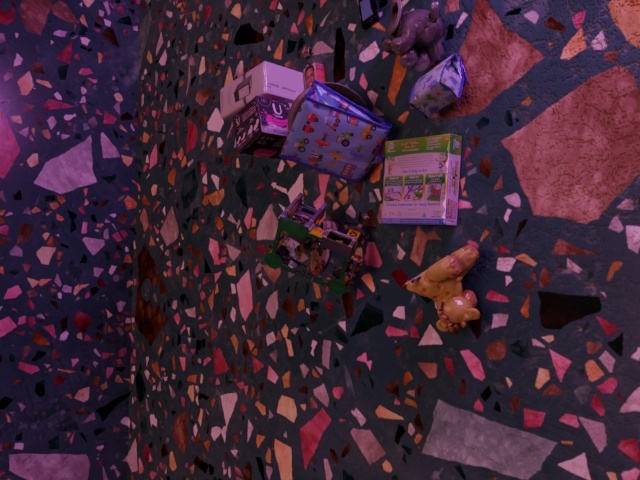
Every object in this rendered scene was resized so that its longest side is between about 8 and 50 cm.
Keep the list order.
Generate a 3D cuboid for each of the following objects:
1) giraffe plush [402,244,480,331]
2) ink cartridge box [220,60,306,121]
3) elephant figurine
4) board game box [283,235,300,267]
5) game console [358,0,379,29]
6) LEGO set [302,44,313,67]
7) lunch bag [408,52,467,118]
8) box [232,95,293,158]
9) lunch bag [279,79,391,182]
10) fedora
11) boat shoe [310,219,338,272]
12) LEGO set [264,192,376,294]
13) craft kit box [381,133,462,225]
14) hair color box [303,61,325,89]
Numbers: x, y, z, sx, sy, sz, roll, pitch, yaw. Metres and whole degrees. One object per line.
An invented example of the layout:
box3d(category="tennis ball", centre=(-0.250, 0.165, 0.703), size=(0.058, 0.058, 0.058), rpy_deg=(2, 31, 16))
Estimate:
box3d(category="giraffe plush", centre=(0.335, 0.136, 1.636), size=(0.170, 0.210, 0.181), rpy_deg=(58, 167, 5))
box3d(category="ink cartridge box", centre=(-0.194, -0.511, 2.286), size=(0.289, 0.211, 0.122), rpy_deg=(-13, 76, 49))
box3d(category="elephant figurine", centre=(0.247, -0.597, 1.805), size=(0.186, 0.169, 0.239), rpy_deg=(-31, 42, 14))
box3d(category="board game box", centre=(-0.104, 0.040, 2.284), size=(0.090, 0.020, 0.090), rpy_deg=(27, 109, 47))
box3d(category="game console", centre=(0.139, -0.741, 1.998), size=(0.107, 0.071, 0.122), rpy_deg=(-21, 71, 48))
box3d(category="LEGO set", centre=(-0.048, -0.651, 2.260), size=(0.054, 0.023, 0.083), rpy_deg=(-21, 71, 48))
box3d(category="lunch bag", centre=(0.320, -0.425, 1.737), size=(0.128, 0.096, 0.151), rpy_deg=(-28, 37, 46))
box3d(category="box", centre=(-0.150, -0.380, 2.189), size=(0.163, 0.247, 0.142), rpy_deg=(-29, 67, 46))
box3d(category="lunch bag", centre=(0.059, -0.304, 1.924), size=(0.138, 0.293, 0.221), rpy_deg=(-70, 7, -54))
box3d(category="fedora", centre=(0.022, -0.401, 2.041), size=(0.124, 0.243, 0.275), rpy_deg=(-87, 22, -51))
box3d(category="boat shoe", centre=(-0.006, 0.018, 2.123), size=(0.068, 0.072, 0.190), rpy_deg=(35, 114, 47))
box3d(category="LEGO set", centre=(0.000, 0.000, 2.017), size=(0.331, 0.192, 0.255), rpy_deg=(15, 125, 15))
box3d(category="craft kit box", centre=(0.278, -0.165, 1.801), size=(0.249, 0.061, 0.247), rpy_deg=(4, 93, 51))
box3d(category="hair color box", centre=(-0.018, -0.530, 2.199), size=(0.072, 0.043, 0.141), rpy_deg=(-18, 73, 50))
